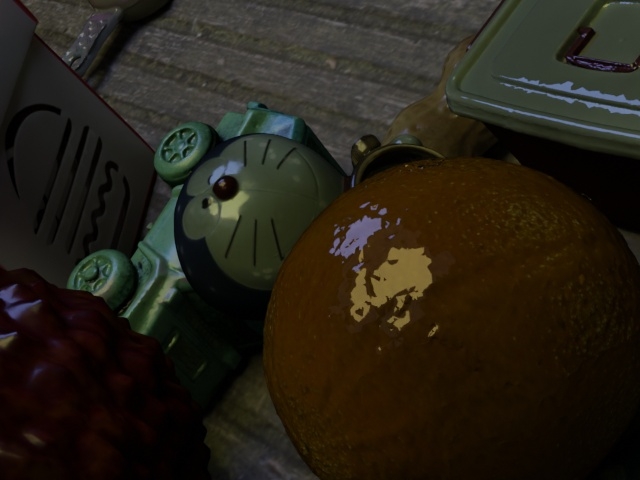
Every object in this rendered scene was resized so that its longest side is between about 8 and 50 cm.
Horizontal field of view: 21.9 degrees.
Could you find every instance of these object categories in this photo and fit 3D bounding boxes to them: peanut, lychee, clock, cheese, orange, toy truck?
[{"bbox_3d":[0.115,-0.103,1.475,0.228,0.085,0.104,-51,32,-12],"label":"peanut"},{"bbox_3d":[-0.257,0.225,1.247,0.500,0.424,0.424,10,49,-2],"label":"lychee"},{"bbox_3d":[0.000,0.000,1.352,0.243,0.146,0.199,11,58,1],"label":"clock"},{"bbox_3d":[-0.243,-0.315,2.069,0.163,0.082,0.286,1,57,47],"label":"cheese"},{"bbox_3d":[0.096,0.070,1.156,0.274,0.274,0.274,-27,38,24],"label":"orange"},{"bbox_3d":[-0.096,0.014,1.512,0.156,0.155,0.279,12,62,41],"label":"toy truck"}]

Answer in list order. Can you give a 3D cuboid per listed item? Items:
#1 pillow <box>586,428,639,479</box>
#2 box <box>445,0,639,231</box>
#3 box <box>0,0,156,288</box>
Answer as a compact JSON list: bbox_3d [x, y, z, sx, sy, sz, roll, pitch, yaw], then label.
[{"bbox_3d":[0.259,0.166,1.086,0.255,0.034,0.189,-43,29,-1],"label":"pillow"},{"bbox_3d":[0.261,-0.107,1.260,0.193,0.167,0.294,-52,35,-13],"label":"box"},{"bbox_3d":[-0.393,-0.030,1.726,0.312,0.300,0.314,-20,41,31],"label":"box"}]
